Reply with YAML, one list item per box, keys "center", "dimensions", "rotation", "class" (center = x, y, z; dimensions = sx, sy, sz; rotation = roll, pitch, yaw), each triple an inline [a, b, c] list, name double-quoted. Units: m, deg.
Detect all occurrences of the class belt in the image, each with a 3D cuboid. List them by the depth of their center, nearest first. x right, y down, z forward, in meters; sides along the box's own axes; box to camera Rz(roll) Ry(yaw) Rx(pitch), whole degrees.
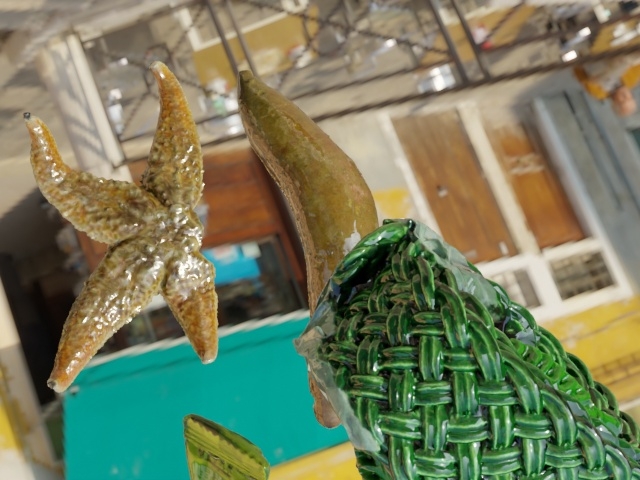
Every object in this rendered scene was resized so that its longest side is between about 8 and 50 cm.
- center: [0.053, 0.064, 0.432]
  dimensions: [0.079, 0.121, 0.151]
  rotation: [-44, 124, 10]
  class: "belt"

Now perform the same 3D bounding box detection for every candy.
- center: [-0.112, 0.345, 1.553]
  dimensions: [0.069, 0.149, 0.246]
  rotation: [-44, 139, -33]
  class: "candy"

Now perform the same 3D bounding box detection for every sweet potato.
- center: [0.005, 0.003, 1.094]
  dimensions: [0.079, 0.346, 0.108]
  rotation: [-15, -176, -43]
  class: "sweet potato"

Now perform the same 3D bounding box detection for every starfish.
- center: [-0.150, -0.014, 0.893]
  dimensions: [0.138, 0.247, 0.050]
  rotation: [-4, 163, -22]
  class: "starfish"
